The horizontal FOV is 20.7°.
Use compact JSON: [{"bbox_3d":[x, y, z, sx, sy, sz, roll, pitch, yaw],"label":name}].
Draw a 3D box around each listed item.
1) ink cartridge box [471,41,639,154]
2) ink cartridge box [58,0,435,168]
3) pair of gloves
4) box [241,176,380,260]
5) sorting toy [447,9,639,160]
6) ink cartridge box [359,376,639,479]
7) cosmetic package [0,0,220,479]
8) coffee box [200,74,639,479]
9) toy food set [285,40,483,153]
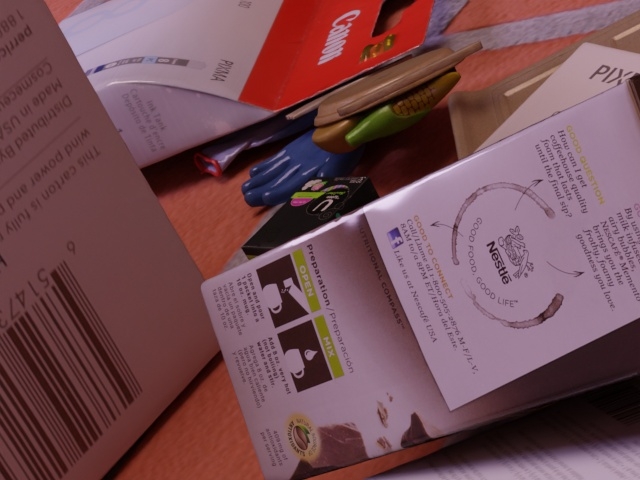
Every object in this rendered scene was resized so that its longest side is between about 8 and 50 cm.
[{"bbox_3d":[0.258,-0.064,0.998,0.261,0.066,0.296,-43,35,-18],"label":"ink cartridge box"},{"bbox_3d":[-0.088,-0.179,1.539,0.385,0.091,0.308,-22,20,17],"label":"ink cartridge box"},{"bbox_3d":[-0.011,-0.084,1.402,0.159,0.023,0.198,-34,28,-12],"label":"pair of gloves"},{"bbox_3d":[0.000,0.000,1.203,0.062,0.052,0.083,1,39,47],"label":"box"},{"bbox_3d":[0.206,-0.052,1.126,0.229,0.041,0.307,-22,33,13],"label":"sorting toy"},{"bbox_3d":[0.082,0.138,0.735,0.239,0.060,0.275,-21,7,-5],"label":"ink cartridge box"},{"bbox_3d":[-0.349,0.037,1.160,0.394,0.327,0.329,-2,36,43],"label":"cosmetic package"},{"bbox_3d":[0.105,0.017,0.845,0.168,0.118,0.297,-14,-8,-43],"label":"coffee box"},{"bbox_3d":[0.051,-0.103,1.307,0.132,0.038,0.192,-26,8,-10],"label":"toy food set"}]
